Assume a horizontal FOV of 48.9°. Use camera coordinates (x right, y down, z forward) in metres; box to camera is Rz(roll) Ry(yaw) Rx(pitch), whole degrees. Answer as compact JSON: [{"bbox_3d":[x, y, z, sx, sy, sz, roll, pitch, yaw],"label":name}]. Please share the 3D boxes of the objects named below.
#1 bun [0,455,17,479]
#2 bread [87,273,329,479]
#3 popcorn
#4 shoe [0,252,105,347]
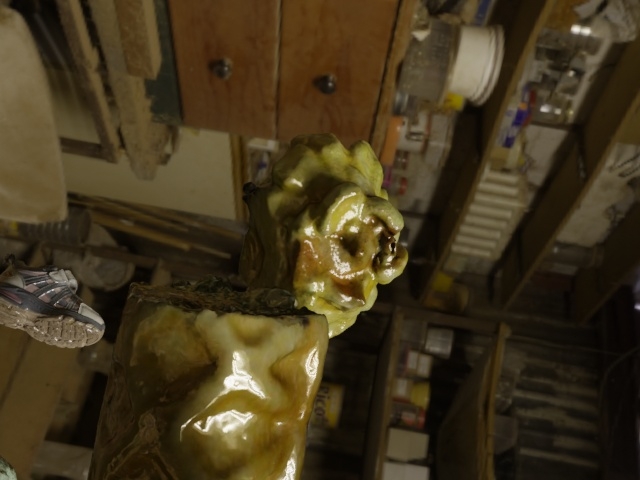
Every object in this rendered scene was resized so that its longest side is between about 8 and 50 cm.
[{"bbox_3d":[-0.554,0.353,1.014,0.221,0.221,0.108,99,-10,-70],"label":"bun"},{"bbox_3d":[-0.105,0.166,0.649,0.238,0.196,0.252,-148,-113,-73],"label":"bread"},{"bbox_3d":[0.000,0.000,0.937,0.252,0.215,0.286,-100,-168,-67],"label":"popcorn"},{"bbox_3d":[-0.395,0.087,1.019,0.089,0.180,0.092,-49,-156,46],"label":"shoe"}]
